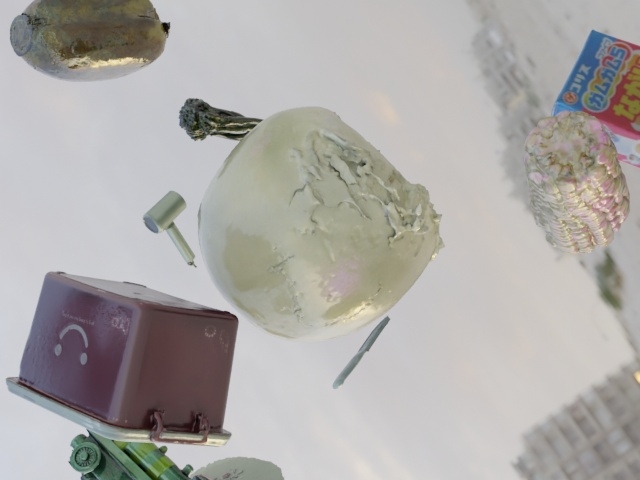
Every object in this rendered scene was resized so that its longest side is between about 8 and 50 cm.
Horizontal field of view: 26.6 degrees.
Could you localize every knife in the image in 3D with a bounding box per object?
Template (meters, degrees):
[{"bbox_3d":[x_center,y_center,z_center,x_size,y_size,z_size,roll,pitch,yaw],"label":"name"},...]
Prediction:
[{"bbox_3d":[0.068,0.186,2.235,0.015,0.028,0.210,41,-142,1],"label":"knife"}]

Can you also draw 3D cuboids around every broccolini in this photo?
[{"bbox_3d":[-0.125,-0.173,2.109,0.203,0.068,0.091,11,175,-21],"label":"broccolini"}]

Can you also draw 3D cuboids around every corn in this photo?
[{"bbox_3d":[0.298,-0.064,1.561,0.126,0.126,0.335,56,-176,14],"label":"corn"}]

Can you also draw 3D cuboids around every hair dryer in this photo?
[{"bbox_3d":[-0.210,-0.009,2.015,0.038,0.063,0.124,7,135,48],"label":"hair dryer"}]

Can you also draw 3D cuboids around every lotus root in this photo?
[{"bbox_3d":[-0.404,-0.354,2.374,0.275,0.160,0.152,-6,-104,-33],"label":"lotus root"}]

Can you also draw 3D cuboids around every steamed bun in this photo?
[{"bbox_3d":[0.000,0.000,1.877,0.334,0.312,0.233,34,-175,-22],"label":"steamed bun"}]

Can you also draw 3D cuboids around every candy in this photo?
[{"bbox_3d":[0.507,-0.183,1.992,0.306,0.157,0.100,23,155,16],"label":"candy"}]

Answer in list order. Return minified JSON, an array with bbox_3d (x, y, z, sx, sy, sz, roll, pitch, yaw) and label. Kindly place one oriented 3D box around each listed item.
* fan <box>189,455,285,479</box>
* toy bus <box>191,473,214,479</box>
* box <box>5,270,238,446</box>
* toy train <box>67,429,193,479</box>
[{"bbox_3d":[-0.153,0.480,2.223,0.414,0.233,0.012,-113,0,-62],"label":"fan"},{"bbox_3d":[-0.137,0.369,1.738,0.089,0.081,0.195,27,-178,-10],"label":"toy bus"},{"bbox_3d":[-0.240,0.143,1.693,0.193,0.167,0.294,14,179,-42],"label":"box"},{"bbox_3d":[-0.271,0.333,1.971,0.200,0.132,0.083,40,162,19],"label":"toy train"}]
